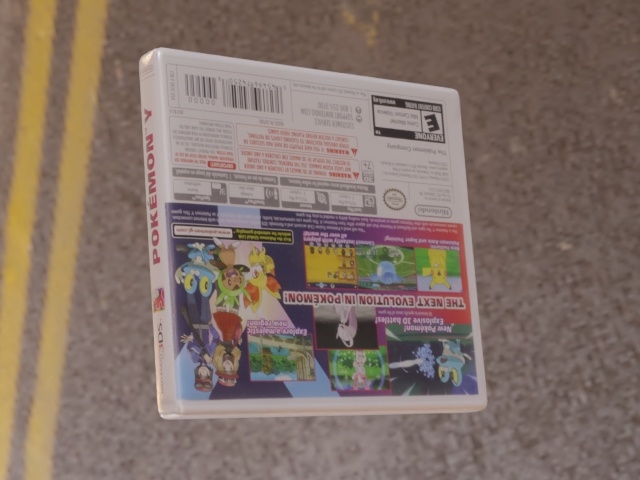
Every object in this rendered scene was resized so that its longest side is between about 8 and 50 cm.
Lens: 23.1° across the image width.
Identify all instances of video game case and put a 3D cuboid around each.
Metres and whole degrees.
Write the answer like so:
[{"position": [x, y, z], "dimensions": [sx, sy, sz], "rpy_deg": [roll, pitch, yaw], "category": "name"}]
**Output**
[{"position": [0.000, 0.000, 0.819], "dimensions": [0.023, 0.201, 0.183], "rpy_deg": [-18, 73, 51], "category": "video game case"}]
